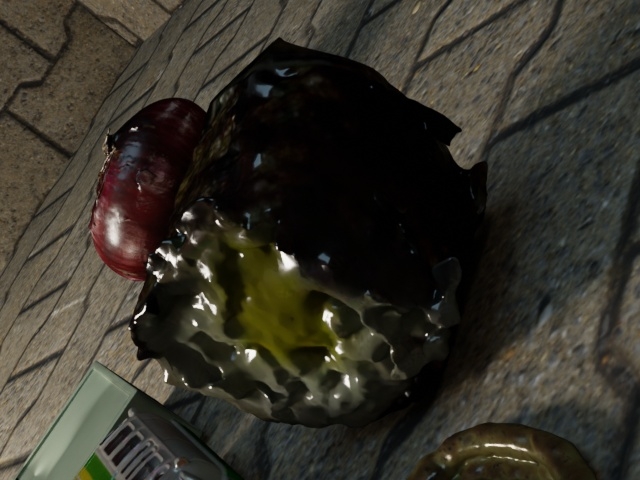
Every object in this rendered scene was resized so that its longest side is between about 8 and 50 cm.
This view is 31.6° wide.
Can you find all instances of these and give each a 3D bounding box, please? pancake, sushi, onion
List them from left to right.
[{"bbox_3d":[-0.246,-0.071,1.827,0.314,0.232,0.313,25,-90,-89],"label":"onion"},{"bbox_3d":[-0.001,0.002,1.084,0.294,0.300,0.281,-74,6,-47],"label":"sushi"},{"bbox_3d":[0.106,0.242,0.830,0.250,0.031,0.250,-43,24,25],"label":"pancake"}]

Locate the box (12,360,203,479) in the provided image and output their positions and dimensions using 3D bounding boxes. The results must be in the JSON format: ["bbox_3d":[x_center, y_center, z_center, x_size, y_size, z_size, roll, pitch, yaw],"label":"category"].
[{"bbox_3d":[-0.279,0.293,1.440,0.225,0.117,0.225,-56,22,-10],"label":"box"}]

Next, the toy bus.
[{"bbox_3d":[-0.161,0.291,1.160,0.179,0.143,0.305,-54,19,-9],"label":"toy bus"}]
